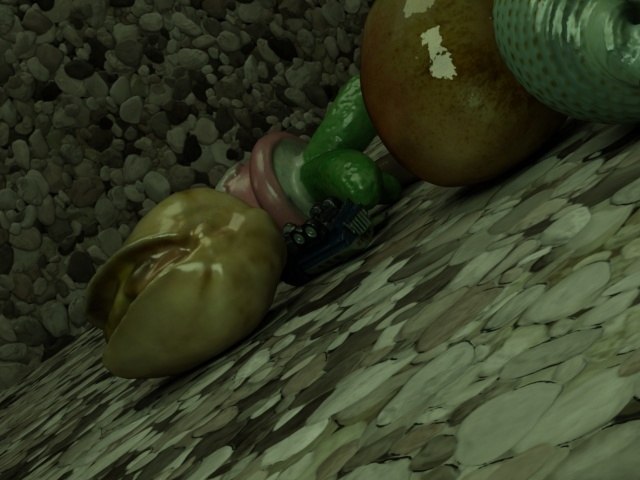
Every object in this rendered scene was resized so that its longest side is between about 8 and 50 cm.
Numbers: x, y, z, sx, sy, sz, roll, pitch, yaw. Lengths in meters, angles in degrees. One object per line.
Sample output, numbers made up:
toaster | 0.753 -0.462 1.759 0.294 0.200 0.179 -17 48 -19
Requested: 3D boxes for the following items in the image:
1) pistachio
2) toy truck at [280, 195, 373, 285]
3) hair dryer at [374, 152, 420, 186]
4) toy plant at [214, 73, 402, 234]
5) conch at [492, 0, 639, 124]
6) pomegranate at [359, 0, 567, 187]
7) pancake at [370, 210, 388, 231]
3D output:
pistachio | -0.190 0.065 1.666 0.321 0.229 0.238 -38 -36 17
toy truck | 0.000 0.000 1.723 0.201 0.088 0.074 -30 16 49
hair dryer | 0.179 -0.150 2.047 0.181 0.064 0.117 -33 6 -36
toy plant | -0.018 -0.079 1.935 0.356 0.210 0.317 -29 32 30
conch | 0.351 -0.245 1.259 0.303 0.319 0.215 -45 -39 13
pomegranate | 0.193 -0.221 1.529 0.319 0.319 0.319 -34 7 5
pancake | 0.053 -0.007 1.805 0.116 0.023 0.129 -37 2 -17
